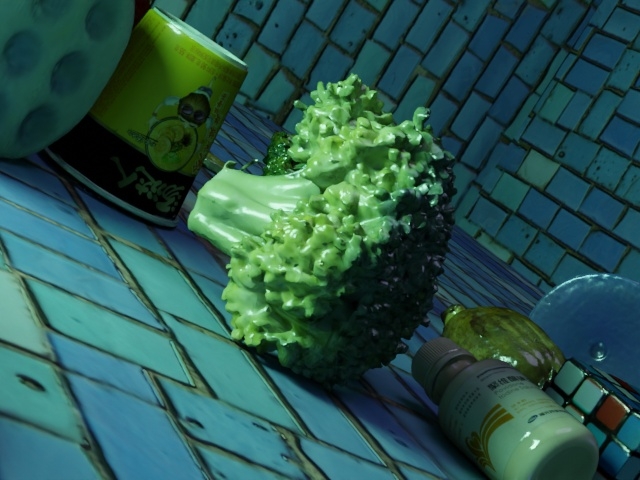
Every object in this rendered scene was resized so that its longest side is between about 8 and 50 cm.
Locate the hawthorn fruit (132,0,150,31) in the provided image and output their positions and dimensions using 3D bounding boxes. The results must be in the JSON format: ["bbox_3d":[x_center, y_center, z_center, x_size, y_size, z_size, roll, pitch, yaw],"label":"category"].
[{"bbox_3d":[-0.405,-0.337,1.849,0.285,0.284,0.369,28,2,-28],"label":"hawthorn fruit"}]

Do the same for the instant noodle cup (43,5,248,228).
[{"bbox_3d":[-0.215,-0.164,1.669,0.215,0.236,0.215,33,6,-4],"label":"instant noodle cup"}]

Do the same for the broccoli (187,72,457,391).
[{"bbox_3d":[-0.005,0.010,1.445,0.281,0.348,0.293,25,-38,15],"label":"broccoli"}]

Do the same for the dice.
[{"bbox_3d":[-0.396,-0.269,1.482,0.262,0.268,0.265,35,8,23],"label":"dice"}]

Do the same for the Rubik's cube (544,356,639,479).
[{"bbox_3d":[0.331,0.251,1.492,0.154,0.155,0.151,25,12,-39],"label":"Rubik's cube"}]

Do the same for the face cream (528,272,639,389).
[{"bbox_3d":[0.467,0.183,2.084,0.249,0.249,0.225,35,8,22],"label":"face cream"}]

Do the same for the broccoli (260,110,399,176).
[{"bbox_3d":[0.027,-0.101,2.085,0.269,0.269,0.254,35,13,20],"label":"broccoli"}]

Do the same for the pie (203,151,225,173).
[{"bbox_3d":[-0.201,-0.144,2.365,0.084,0.020,0.084,32,10,-6],"label":"pie"}]

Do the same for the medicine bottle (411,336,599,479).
[{"bbox_3d":[0.195,0.196,1.458,0.114,0.114,0.252,26,10,-39],"label":"medicine bottle"}]

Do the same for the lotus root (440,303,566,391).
[{"bbox_3d":[0.254,0.163,1.843,0.145,0.128,0.260,14,16,-36],"label":"lotus root"}]
